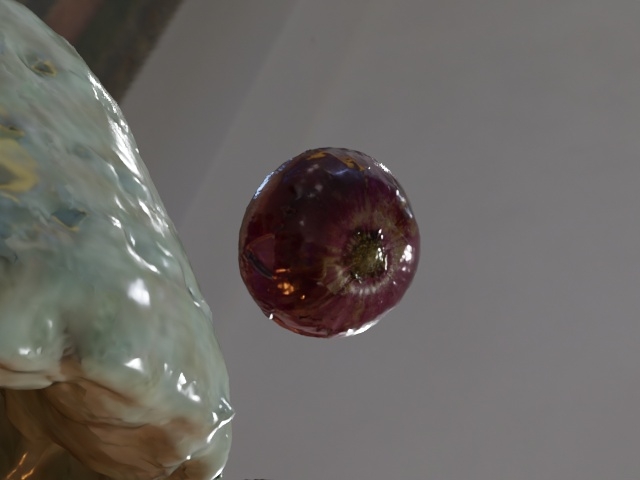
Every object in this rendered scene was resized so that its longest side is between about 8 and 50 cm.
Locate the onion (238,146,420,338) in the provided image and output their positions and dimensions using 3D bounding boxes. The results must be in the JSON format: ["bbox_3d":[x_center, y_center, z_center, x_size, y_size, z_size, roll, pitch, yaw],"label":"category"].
[{"bbox_3d":[0.007,0.001,1.434,0.177,0.177,0.153,-33,-130,-13],"label":"onion"}]

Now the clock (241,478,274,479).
[{"bbox_3d":[-0.051,0.400,1.571,0.319,0.318,0.066,-18,-175,9],"label":"clock"}]

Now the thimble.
[{"bbox_3d":[-0.181,0.042,0.605,0.291,0.291,0.195,-23,-122,2],"label":"thimble"}]
